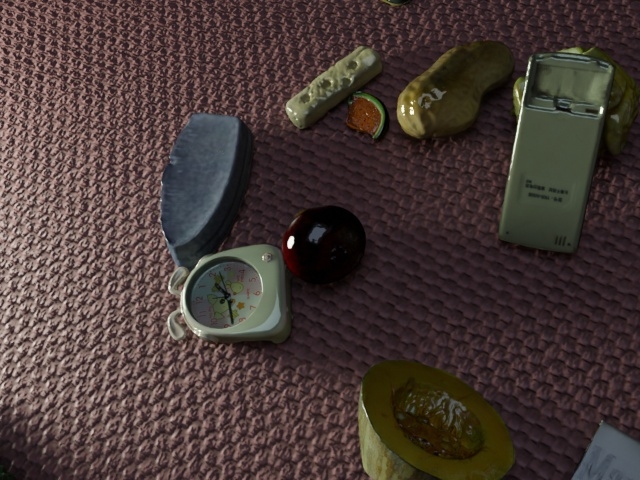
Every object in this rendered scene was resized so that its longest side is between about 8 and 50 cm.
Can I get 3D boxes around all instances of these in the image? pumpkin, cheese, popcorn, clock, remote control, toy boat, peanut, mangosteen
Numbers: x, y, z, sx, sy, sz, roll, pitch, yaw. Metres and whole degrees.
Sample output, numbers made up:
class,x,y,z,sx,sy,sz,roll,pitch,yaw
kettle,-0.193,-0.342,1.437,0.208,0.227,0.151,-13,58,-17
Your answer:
class,x,y,z,sx,sy,sz,roll,pitch,yaw
pumpkin,0.134,0.265,1.009,0.217,0.217,0.110,37,114,24
cheese,0.024,-0.269,1.345,0.194,0.043,0.065,-40,59,-8
popcorn,0.390,-0.204,1.181,0.185,0.167,0.187,-29,23,22
clock,-0.141,0.089,1.183,0.191,0.062,0.151,-7,63,8
remote control,0.336,-0.124,1.108,0.123,0.285,0.038,10,21,19
toy boat,-0.193,-0.084,1.272,0.127,0.078,0.283,8,64,11
peanut,0.227,-0.249,1.263,0.236,0.110,0.120,-36,41,-16
mangosteen,0.000,0.000,1.178,0.140,0.140,0.140,-4,63,8

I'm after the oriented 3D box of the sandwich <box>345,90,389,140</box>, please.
class,x,y,z,sx,sy,sz,roll,pitch,yaw
sandwich,0.079,-0.213,1.316,0.101,0.026,0.069,33,78,26

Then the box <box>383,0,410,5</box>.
class,x,y,z,sx,sy,sz,roll,pitch,yaw
box,0.151,-0.551,1.434,0.144,0.090,0.201,34,73,23

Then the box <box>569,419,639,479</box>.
class,x,y,z,sx,sy,sz,roll,pitch,yaw
box,0.412,0.325,0.977,0.177,0.036,0.115,30,73,23

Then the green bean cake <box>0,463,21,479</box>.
class,x,y,z,sx,sy,sz,roll,pitch,yaw
green bean cake,-0.564,0.327,1.085,0.300,0.169,0.307,-1,62,10
